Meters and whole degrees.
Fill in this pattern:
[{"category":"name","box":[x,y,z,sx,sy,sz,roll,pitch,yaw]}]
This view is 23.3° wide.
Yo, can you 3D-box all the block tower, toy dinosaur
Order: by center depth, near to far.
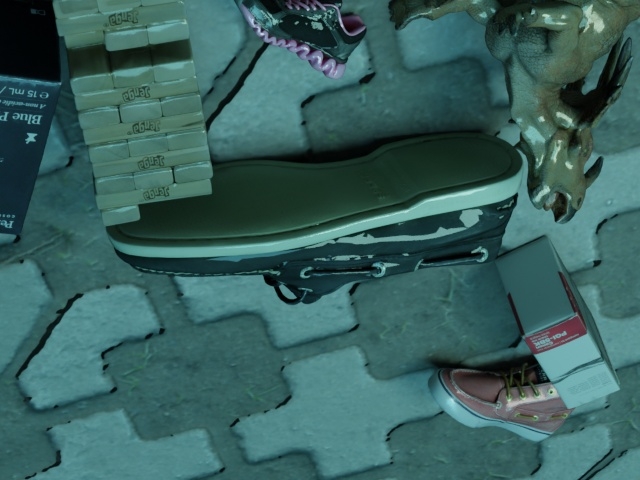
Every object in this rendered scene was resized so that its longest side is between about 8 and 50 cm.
[{"category":"block tower","box":[-0.138,-0.161,1.080,0.097,0.091,0.335,-9,138,-5]},{"category":"toy dinosaur","box":[0.196,-0.176,1.141,0.200,0.127,0.296,18,117,-40]}]

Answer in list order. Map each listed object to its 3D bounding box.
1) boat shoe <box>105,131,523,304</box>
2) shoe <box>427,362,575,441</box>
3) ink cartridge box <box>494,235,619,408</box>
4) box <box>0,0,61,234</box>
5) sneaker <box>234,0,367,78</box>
[{"category":"boat shoe","box":[-0.001,-0.002,1.263,0.340,0.127,0.113,-13,127,-15]},{"category":"shoe","box":[0.189,0.144,1.520,0.178,0.063,0.081,21,126,-39]},{"category":"ink cartridge box","box":[0.219,0.078,1.426,0.056,0.099,0.135,-25,136,11]},{"category":"box","box":[-0.278,-0.094,1.114,0.156,0.093,0.158,5,135,-20]},{"category":"sneaker","box":[-0.012,-0.167,1.148,0.119,0.047,0.057,23,120,-43]}]
